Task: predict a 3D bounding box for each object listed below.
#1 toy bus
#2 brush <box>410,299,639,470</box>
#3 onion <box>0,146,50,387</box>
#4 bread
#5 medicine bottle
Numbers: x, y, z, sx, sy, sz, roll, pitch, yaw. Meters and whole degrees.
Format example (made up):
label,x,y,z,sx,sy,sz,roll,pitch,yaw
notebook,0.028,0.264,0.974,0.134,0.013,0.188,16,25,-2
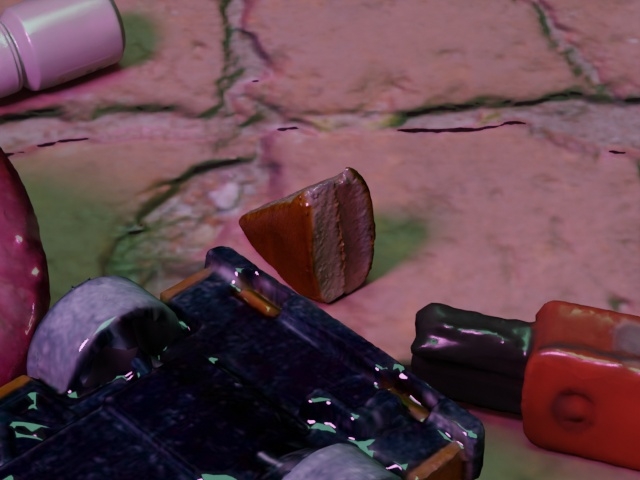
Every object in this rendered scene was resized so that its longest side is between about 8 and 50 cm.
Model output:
label,x,y,z,sx,sy,sz,roll,pitch,yaw
toy bus,-0.105,0.162,0.678,0.323,0.194,0.162,-31,49,-33
brush,0.197,0.080,0.855,0.323,0.070,0.051,14,45,14
onion,-0.242,0.027,0.878,0.230,0.163,0.230,12,59,-21
bread,0.000,0.000,0.965,0.043,0.109,0.062,-29,91,-21
medicine bottle,-0.162,-0.115,1.101,0.089,0.052,0.052,-23,45,-22
